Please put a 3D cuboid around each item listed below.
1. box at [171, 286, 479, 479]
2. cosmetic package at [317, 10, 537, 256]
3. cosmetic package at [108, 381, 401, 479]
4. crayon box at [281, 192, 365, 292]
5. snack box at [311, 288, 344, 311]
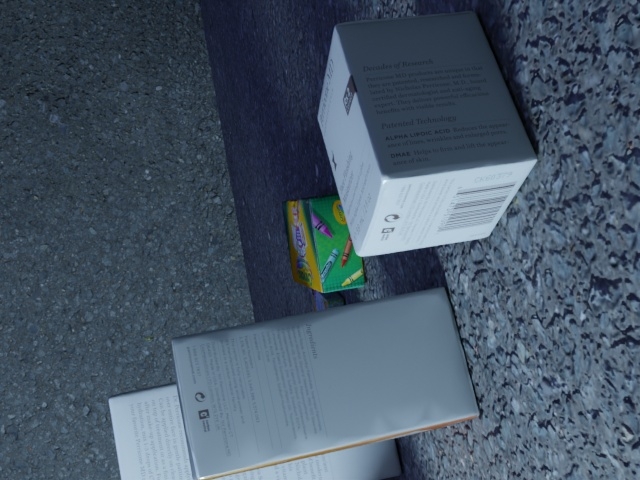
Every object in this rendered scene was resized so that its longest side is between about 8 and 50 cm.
[{"bbox_3d":[-0.007,0.191,1.060,0.215,0.345,0.168,117,142,-71],"label":"box"},{"bbox_3d":[0.096,-0.105,0.820,0.151,0.151,0.183,104,154,-60],"label":"cosmetic package"},{"bbox_3d":[-0.113,0.332,1.406,0.161,0.453,0.230,133,127,-75],"label":"cosmetic package"},{"bbox_3d":[0.000,0.000,1.518,0.278,0.081,0.165,-175,76,-78],"label":"crayon box"},{"bbox_3d":[0.018,0.148,1.657,0.141,0.037,0.100,-139,40,-71],"label":"snack box"}]
